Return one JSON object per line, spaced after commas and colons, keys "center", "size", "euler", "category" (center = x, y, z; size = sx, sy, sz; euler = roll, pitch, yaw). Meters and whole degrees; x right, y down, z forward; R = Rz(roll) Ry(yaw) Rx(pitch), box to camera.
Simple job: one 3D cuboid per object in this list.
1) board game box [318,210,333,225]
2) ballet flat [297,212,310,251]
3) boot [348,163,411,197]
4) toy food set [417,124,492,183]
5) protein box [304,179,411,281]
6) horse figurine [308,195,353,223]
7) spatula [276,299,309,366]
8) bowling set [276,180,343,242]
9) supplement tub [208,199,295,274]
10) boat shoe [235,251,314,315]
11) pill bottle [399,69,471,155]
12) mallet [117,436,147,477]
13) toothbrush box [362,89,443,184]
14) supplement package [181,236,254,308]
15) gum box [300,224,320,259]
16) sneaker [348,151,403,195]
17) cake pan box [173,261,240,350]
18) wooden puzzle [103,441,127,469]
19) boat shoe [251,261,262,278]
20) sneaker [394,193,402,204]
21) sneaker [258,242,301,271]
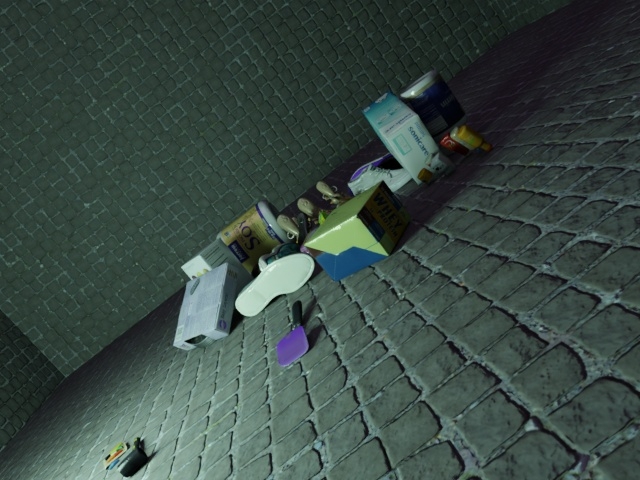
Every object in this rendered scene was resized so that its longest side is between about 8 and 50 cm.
{"center": [0.054, -0.056, 1.738], "size": [0.092, 0.043, 0.181], "euler": [-1, 18, -9], "category": "board game box"}
{"center": [-0.055, -0.026, 1.957], "size": [0.058, 0.049, 0.173], "euler": [-19, 62, 33], "category": "ballet flat"}
{"center": [0.221, -0.229, 1.893], "size": [0.258, 0.123, 0.095], "euler": [-32, 12, 25], "category": "boot"}
{"center": [0.403, -0.252, 1.576], "size": [0.232, 0.105, 0.111], "euler": [-52, 13, 41], "category": "toy food set"}
{"center": [0.103, -0.025, 1.405], "size": [0.200, 0.136, 0.201], "euler": [-30, 14, 39], "category": "protein box"}
{"center": [0.063, -0.104, 1.922], "size": [0.175, 0.066, 0.263], "euler": [-8, -23, -26], "category": "horse figurine"}
{"center": [-0.062, 0.208, 1.251], "size": [0.084, 0.030, 0.296], "euler": [-38, 11, 10], "category": "spatula"}
{"center": [-0.021, -0.082, 2.113], "size": [0.287, 0.154, 0.200], "euler": [-43, -25, -13], "category": "bowling set"}
{"center": [-0.300, 0.006, 2.278], "size": [0.331, 0.241, 0.241], "euler": [-37, 11, 6], "category": "supplement tub"}
{"center": [-0.140, 0.120, 1.642], "size": [0.319, 0.116, 0.099], "euler": [-38, 14, 26], "category": "boat shoe"}
{"center": [0.401, -0.429, 1.776], "size": [0.153, 0.264, 0.153], "euler": [-36, 13, 9], "category": "pill bottle"}
{"center": [-0.450, 0.512, 1.247], "size": [0.062, 0.039, 0.190], "euler": [-45, 8, -22], "category": "mallet"}
{"center": [0.280, -0.352, 1.760], "size": [0.126, 0.216, 0.295], "euler": [-37, 32, 8], "category": "toothbrush box"}
{"center": [-0.378, 0.137, 1.978], "size": [0.139, 0.244, 0.134], "euler": [-29, 14, 40], "category": "supplement package"}
{"center": [0.000, 0.000, 1.815], "size": [0.107, 0.062, 0.188], "euler": [-34, 11, 16], "category": "gum box"}
{"center": [0.223, -0.262, 2.078], "size": [0.293, 0.102, 0.146], "euler": [-33, 13, 24], "category": "sneaker"}
{"center": [-0.391, 0.231, 1.791], "size": [0.246, 0.070, 0.266], "euler": [-28, 45, 38], "category": "cake pan box"}
{"center": [-0.539, 0.561, 1.366], "size": [0.078, 0.014, 0.116], "euler": [-45, 13, -31], "category": "wooden puzzle"}
{"center": [-0.200, 0.108, 1.981], "size": [0.207, 0.073, 0.073], "euler": [-28, 13, 42], "category": "boat shoe"}
{"center": [0.151, -0.071, 1.589], "size": [0.211, 0.080, 0.081], "euler": [-35, 8, 19], "category": "sneaker"}
{"center": [-0.114, 0.073, 1.807], "size": [0.110, 0.107, 0.275], "euler": [-11, 11, 19], "category": "sneaker"}
